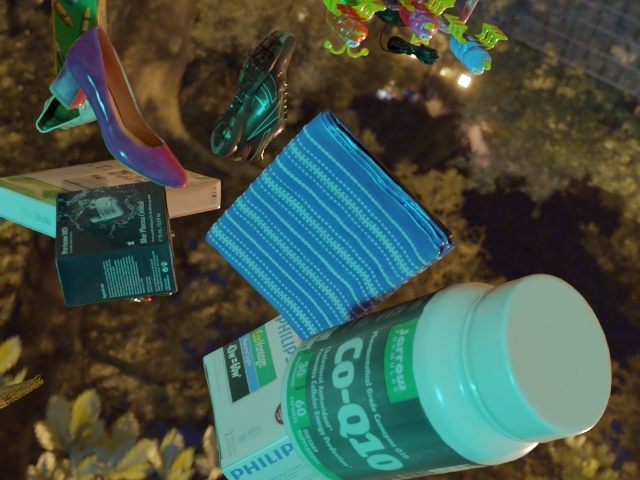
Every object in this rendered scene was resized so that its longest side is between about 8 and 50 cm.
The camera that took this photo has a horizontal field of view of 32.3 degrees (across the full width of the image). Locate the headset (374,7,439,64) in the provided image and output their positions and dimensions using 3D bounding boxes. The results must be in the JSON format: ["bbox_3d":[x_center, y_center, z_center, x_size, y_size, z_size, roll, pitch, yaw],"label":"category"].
[{"bbox_3d":[0.219,-0.565,2.483,0.185,0.394,0.243,23,-126,7],"label":"headset"}]

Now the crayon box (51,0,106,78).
[{"bbox_3d":[-0.437,-0.385,2.014,0.081,0.278,0.165,1,-145,-6],"label":"crayon box"}]

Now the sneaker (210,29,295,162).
[{"bbox_3d":[-0.108,-0.267,2.072,0.106,0.267,0.101,21,-164,-29],"label":"sneaker"}]

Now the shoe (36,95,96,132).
[{"bbox_3d":[-0.407,-0.226,1.848,0.058,0.219,0.076,-37,-77,-40],"label":"shoe"}]

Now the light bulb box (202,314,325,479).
[{"bbox_3d":[-0.046,0.409,2.276,0.361,0.225,0.358,58,-173,-33],"label":"light bulb box"}]

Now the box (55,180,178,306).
[{"bbox_3d":[-0.291,0.002,1.570,0.158,0.093,0.156,-8,-140,-6],"label":"box"}]

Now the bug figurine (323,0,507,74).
[{"bbox_3d":[0.105,-0.301,1.517,0.279,0.072,0.216,8,-149,-23],"label":"bug figurine"}]

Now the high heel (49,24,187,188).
[{"bbox_3d":[-0.259,-0.183,1.537,0.244,0.117,0.082,43,-156,7],"label":"high heel"}]

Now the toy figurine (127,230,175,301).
[{"bbox_3d":[-0.411,0.043,2.246,0.210,0.148,0.213,3,171,-25],"label":"toy figurine"}]

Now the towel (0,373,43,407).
[{"bbox_3d":[-0.519,0.248,1.740,0.102,0.021,0.237,-13,-179,3],"label":"towel"}]

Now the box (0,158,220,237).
[{"bbox_3d":[-0.361,-0.077,1.841,0.232,0.058,0.322,18,-159,41],"label":"box"}]

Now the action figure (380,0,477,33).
[{"bbox_3d":[0.124,-0.551,1.789,0.276,0.248,0.370,18,-144,-27],"label":"action figure"}]

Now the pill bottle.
[{"bbox_3d":[0.135,0.163,1.265,0.204,0.204,0.361,18,153,-34],"label":"pill bottle"}]

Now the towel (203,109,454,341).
[{"bbox_3d":[0.000,0.000,1.487,0.243,0.336,0.040,46,-136,-2],"label":"towel"}]
